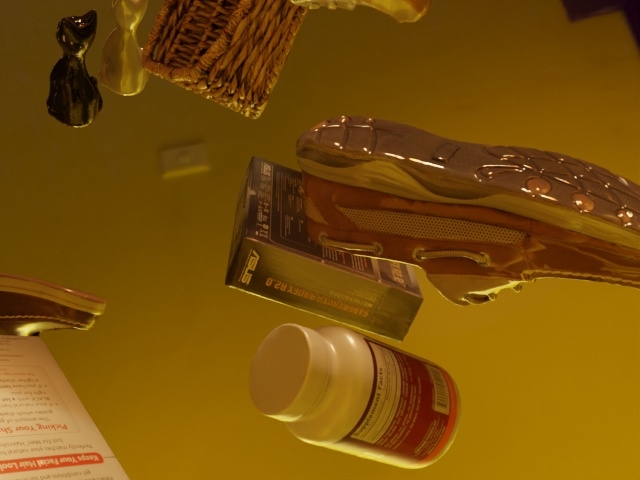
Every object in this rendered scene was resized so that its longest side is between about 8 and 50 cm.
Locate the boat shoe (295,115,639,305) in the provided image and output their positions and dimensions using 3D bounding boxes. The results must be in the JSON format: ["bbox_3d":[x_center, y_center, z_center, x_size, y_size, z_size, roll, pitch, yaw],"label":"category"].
[{"bbox_3d":[0.130,-0.011,0.634,0.123,0.325,0.116,-35,-43,-55],"label":"boat shoe"}]

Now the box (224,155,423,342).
[{"bbox_3d":[0.000,0.000,0.836,0.231,0.183,0.056,-96,28,-64],"label":"box"}]

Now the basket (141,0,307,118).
[{"bbox_3d":[-0.133,-0.363,1.208,0.299,0.223,0.213,-64,9,2],"label":"basket"}]

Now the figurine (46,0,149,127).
[{"bbox_3d":[-0.378,-0.331,1.378,0.215,0.092,0.209,-47,-15,-42],"label":"figurine"}]

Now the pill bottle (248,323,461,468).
[{"bbox_3d":[0.026,0.112,0.579,0.152,0.086,0.086,26,-144,-37],"label":"pill bottle"}]

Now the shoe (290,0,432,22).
[{"bbox_3d":[-0.029,-0.197,0.530,0.058,0.219,0.076,-60,10,23],"label":"shoe"}]

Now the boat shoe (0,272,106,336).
[{"bbox_3d":[-0.412,0.112,0.992,0.123,0.342,0.123,30,-118,-59],"label":"boat shoe"}]

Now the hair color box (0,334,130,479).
[{"bbox_3d":[-0.141,0.112,0.350,0.093,0.053,0.167,12,-156,-50],"label":"hair color box"}]
